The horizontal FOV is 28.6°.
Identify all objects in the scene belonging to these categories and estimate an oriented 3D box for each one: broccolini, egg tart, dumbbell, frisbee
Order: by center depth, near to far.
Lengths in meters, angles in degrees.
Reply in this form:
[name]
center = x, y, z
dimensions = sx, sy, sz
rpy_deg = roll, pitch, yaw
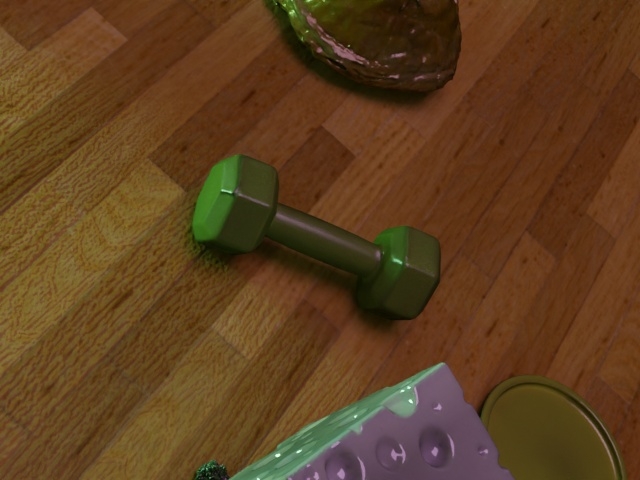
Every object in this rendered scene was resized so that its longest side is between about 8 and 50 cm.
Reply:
[broccolini]
center = -0.080, 0.287, 1.299
dimensions = 0.035, 0.030, 0.140
rpy_deg = -38, 89, -36
[dumbbell]
center = 0.000, 0.000, 1.491
dimensions = 0.301, 0.121, 0.108
rpy_deg = 23, 79, -19
[frisbee]
center = 0.289, 0.276, 1.560
dimensions = 0.235, 0.017, 0.236
rpy_deg = 18, 51, -24
[egg tart]
center = 0.083, -0.372, 1.780
dimensions = 0.339, 0.153, 0.352
rpy_deg = 0, 61, -37

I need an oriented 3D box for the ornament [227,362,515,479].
[ornament]
center = 0.038, 0.299, 1.199
dimensions = 0.239, 0.240, 0.239
rpy_deg = -29, 87, -43
